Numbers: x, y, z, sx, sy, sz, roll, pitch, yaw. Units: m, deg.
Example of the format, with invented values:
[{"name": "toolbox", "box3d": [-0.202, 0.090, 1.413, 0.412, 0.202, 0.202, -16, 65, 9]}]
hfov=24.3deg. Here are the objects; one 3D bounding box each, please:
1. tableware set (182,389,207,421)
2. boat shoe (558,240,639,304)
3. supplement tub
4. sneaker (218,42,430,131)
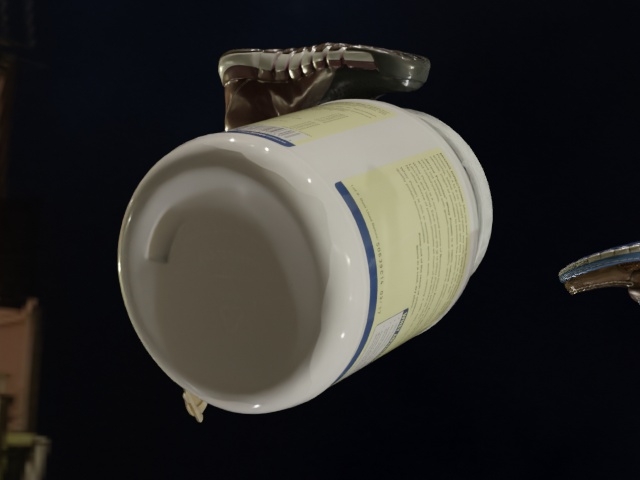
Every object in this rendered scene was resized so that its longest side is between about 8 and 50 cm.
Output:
[{"name": "tableware set", "box3d": [-0.111, 0.089, 1.511, 0.020, 0.169, 0.141, 4, -51, 19]}, {"name": "boat shoe", "box3d": [0.297, 0.030, 1.291, 0.183, 0.066, 0.066, -15, -91, 29]}, {"name": "supplement tub", "box3d": [0.000, 0.000, 1.330, 0.235, 0.325, 0.235, 8, -74, 29]}, {"name": "sneaker", "box3d": [0.001, -0.116, 1.530, 0.281, 0.106, 0.162, 5, -88, 49]}]
